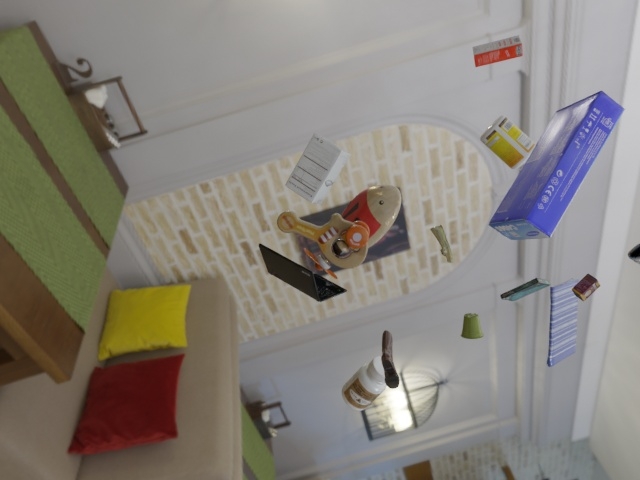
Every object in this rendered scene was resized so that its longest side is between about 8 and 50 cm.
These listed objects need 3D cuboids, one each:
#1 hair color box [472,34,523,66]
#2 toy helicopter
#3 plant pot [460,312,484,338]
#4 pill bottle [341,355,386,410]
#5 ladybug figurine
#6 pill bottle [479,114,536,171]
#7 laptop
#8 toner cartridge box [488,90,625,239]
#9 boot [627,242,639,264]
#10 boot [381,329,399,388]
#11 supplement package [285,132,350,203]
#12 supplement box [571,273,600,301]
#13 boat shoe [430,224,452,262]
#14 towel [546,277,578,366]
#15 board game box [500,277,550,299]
[{"bbox_3d":[0.553,-0.592,1.515,0.072,0.141,0.043,-76,151,-46],"label":"hair color box"},{"bbox_3d":[0.000,0.000,1.788,0.140,0.354,0.235,-57,170,-77],"label":"toy helicopter"},{"bbox_3d":[0.555,0.311,1.774,0.083,0.083,0.079,-103,-172,-83],"label":"plant pot"},{"bbox_3d":[0.195,0.579,1.972,0.229,0.131,0.131,-55,-147,32],"label":"pill bottle"},{"bbox_3d":[0.226,-0.121,2.437,0.449,0.161,0.305,-45,-149,45],"label":"ladybug figurine"},{"bbox_3d":[0.686,-0.336,1.732,0.215,0.117,0.117,44,-1,3],"label":"pill bottle"},{"bbox_3d":[-0.055,0.096,1.639,0.264,0.234,0.137,-12,123,-54],"label":"laptop"},{"bbox_3d":[0.545,-0.166,1.132,0.075,0.348,0.165,33,-6,-5],"label":"toner cartridge box"},{"bbox_3d":[1.400,0.029,1.971,0.258,0.123,0.095,-40,-133,43],"label":"boot"},{"bbox_3d":[0.174,0.296,1.212,0.114,0.037,0.107,-81,160,-61],"label":"boot"},{"bbox_3d":[-0.007,-0.213,1.458,0.105,0.179,0.105,34,13,12],"label":"supplement package"},{"bbox_3d":[0.960,0.170,1.750,0.055,0.083,0.043,39,7,-38],"label":"supplement box"},{"bbox_3d":[0.469,0.017,1.865,0.056,0.048,0.153,-1,73,-79],"label":"boat shoe"},{"bbox_3d":[0.999,0.335,2.005,0.040,0.243,0.337,7,-79,48],"label":"towel"},{"bbox_3d":[0.916,0.221,2.167,0.126,0.186,0.026,10,54,-41],"label":"board game box"}]
